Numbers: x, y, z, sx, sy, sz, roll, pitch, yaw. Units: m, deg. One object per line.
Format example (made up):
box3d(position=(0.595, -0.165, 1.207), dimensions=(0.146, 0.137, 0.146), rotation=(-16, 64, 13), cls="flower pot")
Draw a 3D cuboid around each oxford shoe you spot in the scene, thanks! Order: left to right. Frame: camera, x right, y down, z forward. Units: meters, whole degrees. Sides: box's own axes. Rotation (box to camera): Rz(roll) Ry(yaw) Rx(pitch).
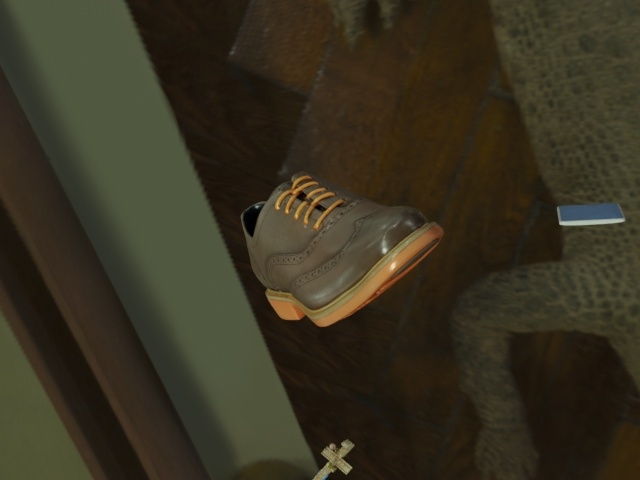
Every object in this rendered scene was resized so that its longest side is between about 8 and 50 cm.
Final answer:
box3d(position=(0.000, 0.000, 1.312), dimensions=(0.130, 0.364, 0.132), rotation=(-38, 98, -22), cls="oxford shoe")

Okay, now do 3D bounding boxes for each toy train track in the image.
box3d(position=(0.002, 0.235, 1.343), dimensions=(0.083, 0.048, 0.014), rotation=(-47, 128, -10), cls="toy train track")

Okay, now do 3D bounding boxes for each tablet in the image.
box3d(position=(0.230, -0.022, 1.120), dimensions=(0.054, 0.083, 0.006), rotation=(-3, 101, 9), cls="tablet")
